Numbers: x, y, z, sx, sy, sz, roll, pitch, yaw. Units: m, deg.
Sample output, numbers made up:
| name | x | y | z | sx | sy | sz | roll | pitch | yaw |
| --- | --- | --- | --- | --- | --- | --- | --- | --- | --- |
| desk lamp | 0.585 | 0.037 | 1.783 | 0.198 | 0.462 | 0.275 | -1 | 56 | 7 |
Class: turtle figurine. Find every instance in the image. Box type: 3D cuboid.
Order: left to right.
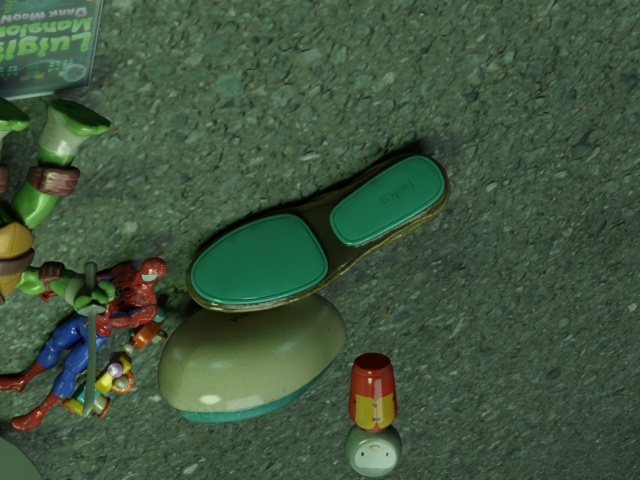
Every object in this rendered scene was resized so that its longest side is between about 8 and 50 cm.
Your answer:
| name | x | y | z | sx | sy | sz | roll | pitch | yaw |
| --- | --- | --- | --- | --- | --- | --- | --- | --- | --- |
| turtle figurine | -0.280 | 0.013 | 1.340 | 0.198 | 0.274 | 0.266 | 14 | 110 | -10 |

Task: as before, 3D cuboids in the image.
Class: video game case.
| name | x | y | z | sx | sy | sz | roll | pitch | yaw |
| --- | --- | --- | --- | --- | --- | --- | --- | --- | --- |
| video game case | -0.290 | -0.190 | 1.286 | 0.190 | 0.022 | 0.173 | -12 | 145 | -26 |

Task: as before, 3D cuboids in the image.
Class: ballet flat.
| name | x | y | z | sx | sy | sz | roll | pitch | yaw |
| --- | --- | --- | --- | --- | --- | --- | --- | --- | --- |
| ballet flat | 0.000 | 0.000 | 1.735 | 0.342 | 0.116 | 0.124 | -29 | 169 | -7 |

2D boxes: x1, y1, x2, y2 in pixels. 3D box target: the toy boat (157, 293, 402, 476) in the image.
| name | x | y | z | sx | sy | sz | roll | pitch | yaw |
| --- | --- | --- | --- | --- | --- | --- | --- | --- | --- |
| toy boat | -0.038 | 0.171 | 1.708 | 0.267 | 0.318 | 0.148 | -28 | 126 | -43 |

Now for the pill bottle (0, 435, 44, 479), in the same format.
| name | x | y | z | sx | sy | sz | roll | pitch | yaw |
| --- | --- | --- | --- | --- | --- | --- | --- | --- | --- |
| pill bottle | -0.506 | 0.409 | 1.797 | 0.204 | 0.204 | 0.361 | 10 | 131 | -46 |

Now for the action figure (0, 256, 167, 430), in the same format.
| name | x | y | z | sx | sy | sz | roll | pitch | yaw |
| --- | --- | --- | --- | --- | --- | --- | --- | --- | --- |
| action figure | -0.293 | 0.108 | 1.642 | 0.280 | 0.091 | 0.139 | -42 | 155 | 20 |

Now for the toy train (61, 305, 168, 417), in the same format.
| name | x | y | z | sx | sy | sz | roll | pitch | yaw |
| --- | --- | --- | --- | --- | --- | --- | --- | --- | --- |
| toy train | -0.244 | 0.156 | 1.739 | 0.166 | 0.046 | 0.125 | -41 | -168 | 29 |
